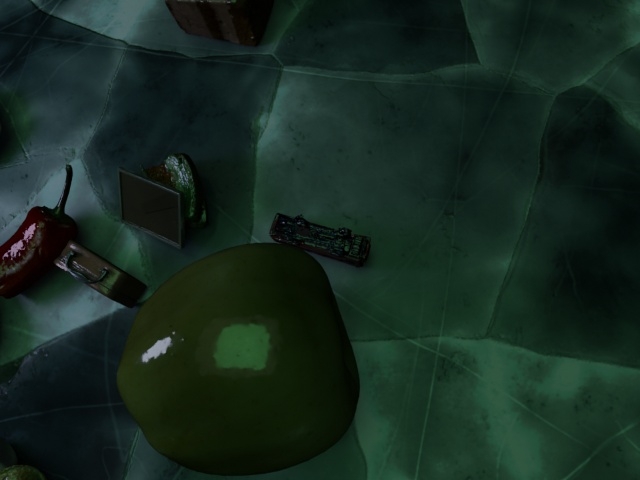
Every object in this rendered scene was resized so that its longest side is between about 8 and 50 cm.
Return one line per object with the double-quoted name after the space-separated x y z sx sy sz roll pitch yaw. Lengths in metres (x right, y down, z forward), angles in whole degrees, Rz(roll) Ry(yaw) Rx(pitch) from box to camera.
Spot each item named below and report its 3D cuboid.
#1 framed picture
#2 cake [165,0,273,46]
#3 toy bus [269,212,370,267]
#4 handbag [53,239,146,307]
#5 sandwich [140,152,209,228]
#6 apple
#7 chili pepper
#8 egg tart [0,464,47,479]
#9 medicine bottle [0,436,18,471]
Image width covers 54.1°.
-0.401 -0.077 1.481 0.203 0.150 0.015 22 34 25 "framed picture"
-0.276 -0.639 1.592 0.293 0.199 0.196 13 80 11 "cake"
0.000 0.000 1.444 0.235 0.096 0.073 17 77 11 "toy bus"
-0.513 0.078 1.456 0.193 0.151 0.072 31 79 12 "handbag"
-0.360 -0.111 1.509 0.160 0.109 0.185 -16 79 6 "sandwich"
-0.146 0.231 1.223 0.473 0.473 0.474 -2 76 6 "apple"
-0.656 -0.012 1.501 0.131 0.134 0.338 44 88 0 "chili pepper"
-0.669 0.553 1.373 0.129 0.129 0.049 -42 31 -5 "egg tart"
-0.783 0.530 1.397 0.186 0.103 0.103 -39 75 -4 "medicine bottle"
